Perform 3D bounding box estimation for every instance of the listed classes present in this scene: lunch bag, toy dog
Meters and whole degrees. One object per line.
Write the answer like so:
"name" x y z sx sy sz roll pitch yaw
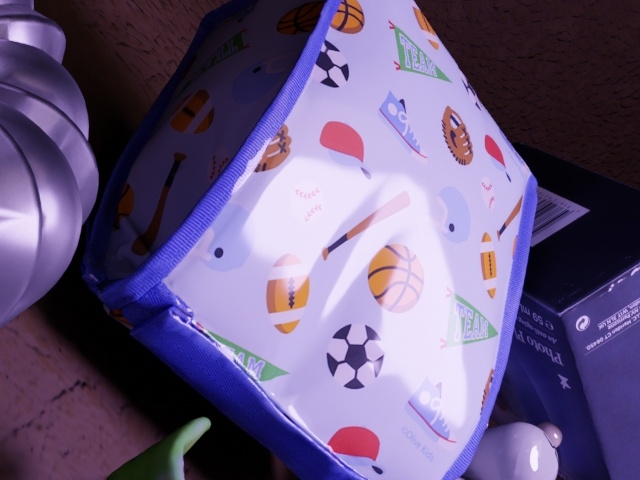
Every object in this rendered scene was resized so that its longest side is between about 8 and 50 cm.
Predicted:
"lunch bag" 0.000 0.000 0.783 0.328 0.239 0.385 46 41 -29
"toy dog" 0.153 0.202 1.023 0.334 0.161 0.220 24 -43 50

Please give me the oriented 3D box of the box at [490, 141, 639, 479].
"box" 0.263 0.092 1.007 0.296 0.183 0.294 39 -23 59

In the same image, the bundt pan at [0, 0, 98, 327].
"bundt pan" -0.219 -0.090 0.434 0.331 0.124 0.331 59 12 -21

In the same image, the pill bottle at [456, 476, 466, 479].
"pill bottle" 0.101 0.309 0.867 0.264 0.153 0.153 63 12 -5

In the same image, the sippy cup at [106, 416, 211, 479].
"sippy cup" 0.007 0.246 0.497 0.224 0.240 0.305 -82 173 -86
